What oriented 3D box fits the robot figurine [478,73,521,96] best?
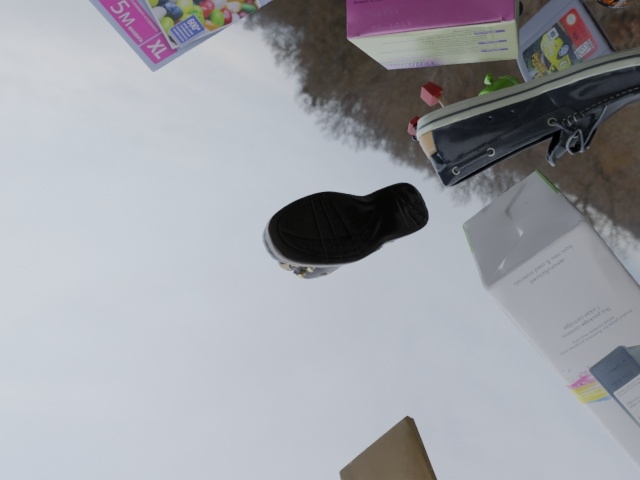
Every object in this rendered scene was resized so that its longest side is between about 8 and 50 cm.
[{"bbox_3d":[0.376,-0.302,1.273,0.101,0.115,0.067,49,156,7],"label":"robot figurine"}]

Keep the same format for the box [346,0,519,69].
[{"bbox_3d":[0.171,-0.330,0.864,0.213,0.117,0.243,0,-175,19],"label":"box"}]

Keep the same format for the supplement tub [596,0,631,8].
[{"bbox_3d":[0.589,-0.518,1.174,0.117,0.117,0.190,37,-162,7],"label":"supplement tub"}]

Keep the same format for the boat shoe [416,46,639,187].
[{"bbox_3d":[0.425,-0.214,1.081,0.187,0.500,0.156,-3,-101,-71],"label":"boat shoe"}]

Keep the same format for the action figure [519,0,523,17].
[{"bbox_3d":[0.280,-0.441,1.135,0.285,0.185,0.099,-5,-177,-31],"label":"action figure"}]

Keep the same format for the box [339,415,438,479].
[{"bbox_3d":[0.110,0.394,0.930,0.021,0.164,0.201,37,-163,-28],"label":"box"}]

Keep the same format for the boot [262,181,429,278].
[{"bbox_3d":[0.000,0.000,1.200,0.377,0.284,0.138,-19,-95,-39],"label":"boot"}]

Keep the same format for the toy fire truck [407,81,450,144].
[{"bbox_3d":[0.289,-0.285,1.476,0.192,0.135,0.047,45,166,19],"label":"toy fire truck"}]

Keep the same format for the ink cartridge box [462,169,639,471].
[{"bbox_3d":[0.322,0.107,0.679,0.353,0.119,0.207,48,-162,-11],"label":"ink cartridge box"}]

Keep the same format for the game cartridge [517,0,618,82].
[{"bbox_3d":[0.570,-0.436,1.427,0.060,0.196,0.294,9,-127,-33],"label":"game cartridge"}]

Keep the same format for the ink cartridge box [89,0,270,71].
[{"bbox_3d":[-0.167,-0.388,0.847,0.186,0.311,0.065,50,-165,-50],"label":"ink cartridge box"}]
